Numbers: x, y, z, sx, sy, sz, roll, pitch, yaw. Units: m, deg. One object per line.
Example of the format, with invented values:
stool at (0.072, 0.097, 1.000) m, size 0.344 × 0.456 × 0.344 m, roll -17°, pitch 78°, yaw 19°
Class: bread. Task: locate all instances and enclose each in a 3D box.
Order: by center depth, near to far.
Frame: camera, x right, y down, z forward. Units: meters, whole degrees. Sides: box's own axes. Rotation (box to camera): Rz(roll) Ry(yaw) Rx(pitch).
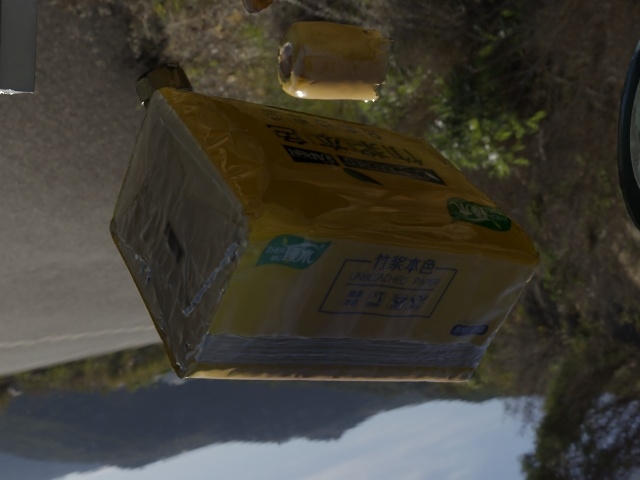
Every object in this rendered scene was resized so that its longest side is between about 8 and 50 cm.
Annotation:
bread at (0.019, -0.284, 1.495) m, size 0.173 × 0.085 × 0.134 m, roll -4°, pitch 137°, yaw -22°
bread at (-0.133, -0.479, 1.734) m, size 0.049 × 0.103 × 0.062 m, roll 5°, pitch -142°, yaw 47°

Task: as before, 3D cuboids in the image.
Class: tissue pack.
tissue pack at (0.000, 0.000, 1.030) m, size 0.382 × 0.293 × 0.228 m, roll 7°, pitch 119°, yaw -35°

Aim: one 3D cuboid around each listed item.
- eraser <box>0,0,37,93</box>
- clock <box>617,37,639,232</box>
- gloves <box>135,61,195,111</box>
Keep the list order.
eraser at (-0.314, -0.158, 0.660) m, size 0.212 × 0.091 × 0.046 m, roll 2°, pitch -177°, yaw -39°
clock at (0.472, -0.157, 1.195) m, size 0.066 × 0.318 × 0.319 m, roll 2°, pitch 173°, yaw -2°
gloves at (-0.259, -0.217, 1.916) m, size 0.141 × 0.331 × 0.154 m, roll -39°, pitch 168°, yaw 20°
